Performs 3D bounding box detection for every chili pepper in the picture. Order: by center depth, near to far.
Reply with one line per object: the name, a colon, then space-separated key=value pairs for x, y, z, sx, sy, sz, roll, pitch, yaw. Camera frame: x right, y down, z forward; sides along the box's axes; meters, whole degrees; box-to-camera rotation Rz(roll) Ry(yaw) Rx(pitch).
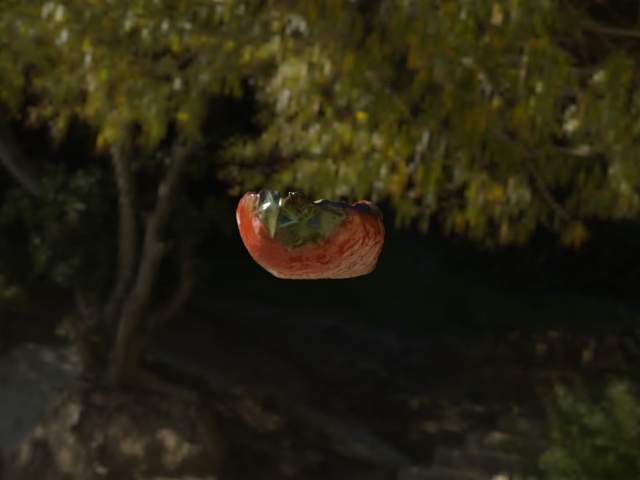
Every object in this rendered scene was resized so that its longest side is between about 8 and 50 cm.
chili pepper: x=0.000 y=0.000 z=0.517 sx=0.045 sy=0.027 sz=0.178 roll=3 pitch=-1 yaw=4
